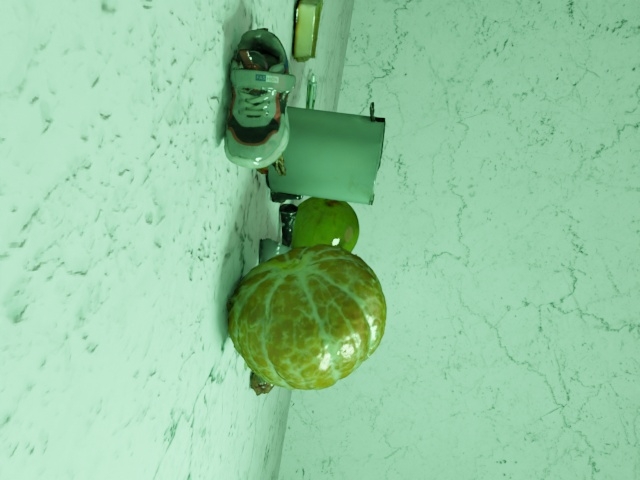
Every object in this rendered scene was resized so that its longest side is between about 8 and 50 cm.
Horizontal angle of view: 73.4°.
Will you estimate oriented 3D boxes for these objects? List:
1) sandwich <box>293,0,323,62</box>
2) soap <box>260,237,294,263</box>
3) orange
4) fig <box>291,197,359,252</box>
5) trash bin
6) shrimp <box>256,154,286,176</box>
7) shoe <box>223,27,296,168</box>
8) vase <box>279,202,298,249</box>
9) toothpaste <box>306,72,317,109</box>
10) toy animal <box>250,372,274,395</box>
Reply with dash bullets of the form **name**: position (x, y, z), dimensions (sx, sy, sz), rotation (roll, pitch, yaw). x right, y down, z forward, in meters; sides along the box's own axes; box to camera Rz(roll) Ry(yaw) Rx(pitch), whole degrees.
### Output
- **sandwich**: position (-0.032, -0.551, 1.130), dimensions (0.193, 0.058, 0.162), rotation (-79, 179, -51)
- **soap**: position (-0.074, 0.080, 1.227), dimensions (0.258, 0.159, 0.302), rotation (-66, 168, -60)
- **orange**: position (-0.025, 0.151, 0.887), dimensions (0.329, 0.329, 0.249), rotation (-75, 157, -61)
- **fig**: position (0.000, 0.000, 1.557), dimensions (0.258, 0.258, 0.326), rotation (-73, -176, -68)
- **trash bin**: position (0.016, -0.214, 1.077), dimensions (0.217, 0.262, 0.277), rotation (-75, 173, -61)
- **shrimp**: position (-0.106, -0.191, 0.868), dimensions (0.236, 0.053, 0.133), rotation (86, 12, -62)
- **shoe**: position (-0.088, -0.223, 0.639), dimensions (0.125, 0.099, 0.227), rotation (112, -16, -69)
- **vase**: position (-0.103, -0.030, 1.335), dimensions (0.059, 0.059, 0.167), rotation (-76, 174, -54)
- **toothpaste**: position (-0.034, -0.479, 1.493), dimensions (0.049, 0.031, 0.204), rotation (-75, 175, -46)
- **toy animal**: position (-0.162, 0.399, 1.380), dimensions (0.312, 0.097, 0.157), rotation (87, 23, -82)
